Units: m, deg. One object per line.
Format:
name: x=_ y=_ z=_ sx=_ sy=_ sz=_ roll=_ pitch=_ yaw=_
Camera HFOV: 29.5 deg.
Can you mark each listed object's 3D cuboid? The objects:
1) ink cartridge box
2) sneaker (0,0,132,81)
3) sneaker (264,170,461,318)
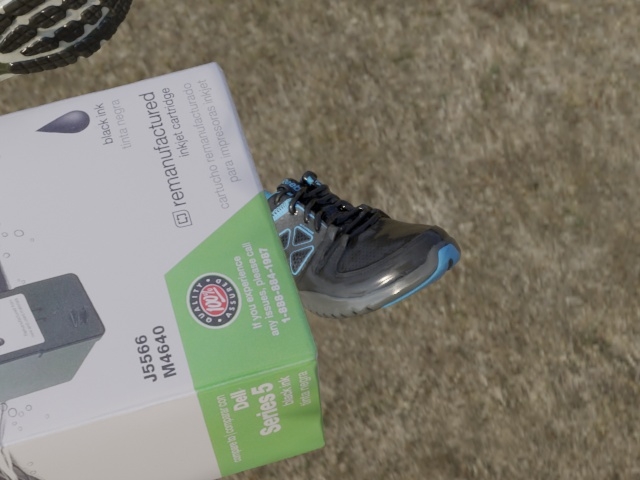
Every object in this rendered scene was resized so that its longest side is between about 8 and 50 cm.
ink cartridge box: x=-0.155 y=0.042 z=0.647 sx=0.273 sy=0.114 sz=0.198 roll=-15 pitch=59 yaw=-8
sneaker: x=-0.452 y=-0.320 z=1.683 sx=0.410 sy=0.158 sz=0.182 roll=-22 pitch=60 yaw=12
sneaker: x=0.000 y=0.000 z=1.312 sx=0.341 sy=0.139 sz=0.125 roll=-2 pitch=20 yaw=47
